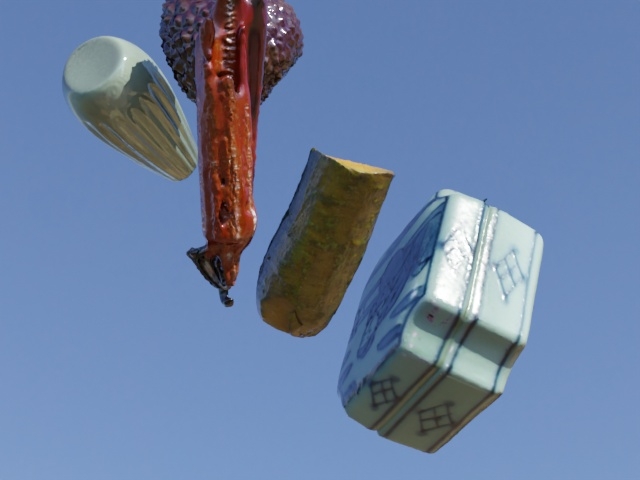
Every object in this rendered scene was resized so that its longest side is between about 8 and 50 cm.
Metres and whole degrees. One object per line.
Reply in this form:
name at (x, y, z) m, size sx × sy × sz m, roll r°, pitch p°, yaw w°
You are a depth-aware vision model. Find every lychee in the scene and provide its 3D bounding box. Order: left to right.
lychee at (-0.117, -0.253, 1.570) m, size 0.188 × 0.188 × 0.188 m, roll 1°, pitch -35°, yaw 1°

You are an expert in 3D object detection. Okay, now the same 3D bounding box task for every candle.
candle at (-0.084, -0.087, 1.159) m, size 0.059 × 0.302 × 0.084 m, roll 10°, pitch 12°, yaw 43°

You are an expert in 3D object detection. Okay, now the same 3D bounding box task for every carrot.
carrot at (0.000, 0.000, 1.057) m, size 0.082 × 0.082 × 0.173 m, roll 16°, pitch -66°, yaw -19°

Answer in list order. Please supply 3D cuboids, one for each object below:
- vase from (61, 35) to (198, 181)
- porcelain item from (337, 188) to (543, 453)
vase at (-0.246, -0.168, 1.701) m, size 0.128 × 0.128 × 0.248 m, roll -13°, pitch -33°, yaw 19°
porcelain item at (0.144, 0.097, 1.583) m, size 0.157 × 0.286 × 0.281 m, roll 25°, pitch -38°, yaw -8°
